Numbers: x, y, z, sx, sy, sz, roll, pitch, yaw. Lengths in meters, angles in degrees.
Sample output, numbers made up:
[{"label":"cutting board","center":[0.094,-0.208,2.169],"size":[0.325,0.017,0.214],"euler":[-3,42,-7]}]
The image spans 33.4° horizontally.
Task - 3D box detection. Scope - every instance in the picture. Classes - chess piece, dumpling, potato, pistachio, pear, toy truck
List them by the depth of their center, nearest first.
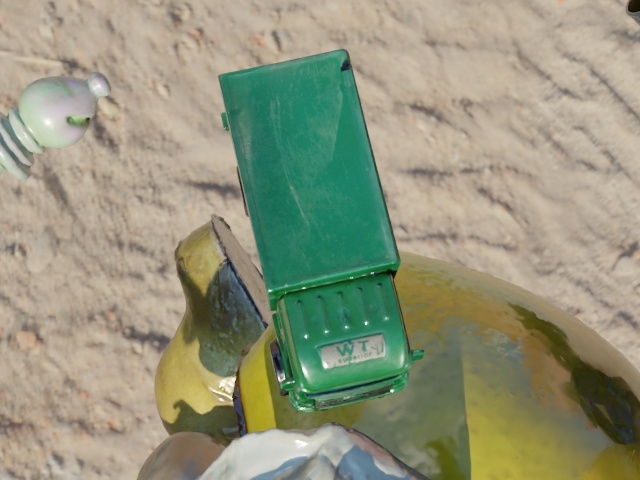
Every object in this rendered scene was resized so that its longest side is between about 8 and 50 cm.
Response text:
[{"label":"toy truck","center":[0.000,0.000,0.479],"size":[0.065,0.079,0.147],"euler":[-12,79,-4]},{"label":"dumpling","center":[0.006,0.170,0.591],"size":[0.188,0.108,0.127],"euler":[23,93,5]},{"label":"pear","center":[0.138,0.154,0.763],"size":[0.386,0.191,0.340],"euler":[49,36,8]},{"label":"chess piece","center":[-0.320,-0.082,1.031],"size":[0.272,0.139,0.139],"euler":[-32,79,-1]},{"label":"pistachio","center":[-0.193,0.391,1.464],"size":[0.166,0.197,0.288],"euler":[50,34,-33]},{"label":"potato","center":[-0.197,0.200,1.906],"size":[0.296,0.290,0.397],"euler":[-33,107,3]}]

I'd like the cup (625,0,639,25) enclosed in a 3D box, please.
[{"label":"cup","center":[0.379,-0.206,0.965],"size":[0.138,0.150,0.113],"euler":[42,59,-12]}]
